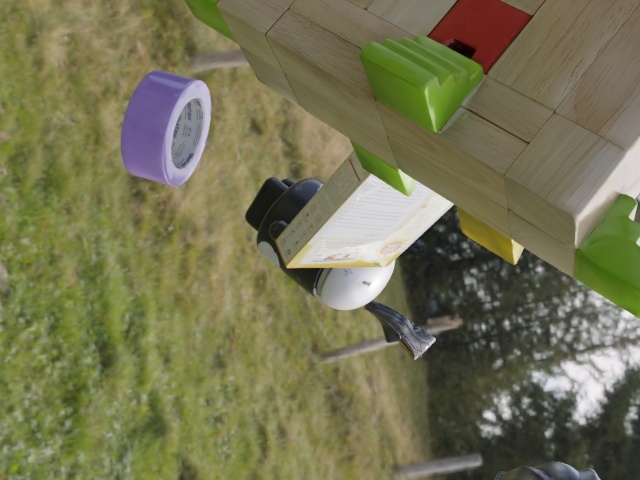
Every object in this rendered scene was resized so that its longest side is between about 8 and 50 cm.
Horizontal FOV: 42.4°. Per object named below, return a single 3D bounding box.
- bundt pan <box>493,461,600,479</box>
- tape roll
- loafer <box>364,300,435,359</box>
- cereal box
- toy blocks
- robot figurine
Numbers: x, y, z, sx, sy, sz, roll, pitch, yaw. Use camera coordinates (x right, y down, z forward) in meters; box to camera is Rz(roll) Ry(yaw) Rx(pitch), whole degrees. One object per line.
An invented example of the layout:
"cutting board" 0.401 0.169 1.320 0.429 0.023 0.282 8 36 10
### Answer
"bundt pan" 0.372 0.485 1.245 0.124 0.331 0.330 108 -20 -55
"tape roll" -0.263 -0.193 1.423 0.189 0.080 0.189 16 90 -79
"loafer" 0.148 0.175 1.615 0.170 0.061 0.062 35 -3 -19
"cereal box" 0.079 -0.051 0.961 0.173 0.240 0.047 3 53 -40
"toy blocks" 0.126 -0.166 0.564 0.381 0.261 0.191 35 -10 26
"robot figurine" 0.002 -0.002 1.460 0.278 0.209 0.173 38 -35 20
